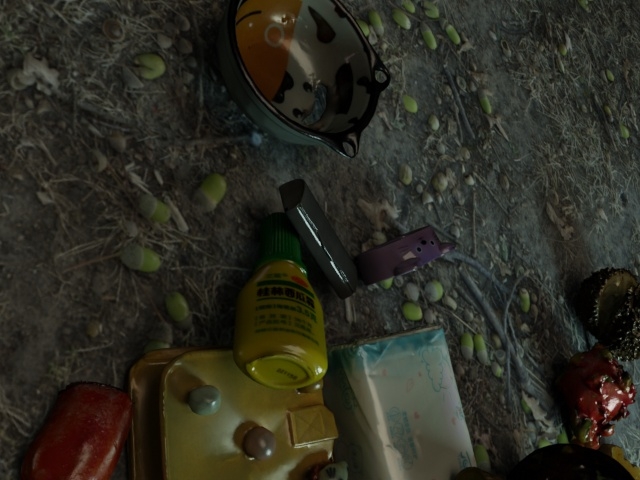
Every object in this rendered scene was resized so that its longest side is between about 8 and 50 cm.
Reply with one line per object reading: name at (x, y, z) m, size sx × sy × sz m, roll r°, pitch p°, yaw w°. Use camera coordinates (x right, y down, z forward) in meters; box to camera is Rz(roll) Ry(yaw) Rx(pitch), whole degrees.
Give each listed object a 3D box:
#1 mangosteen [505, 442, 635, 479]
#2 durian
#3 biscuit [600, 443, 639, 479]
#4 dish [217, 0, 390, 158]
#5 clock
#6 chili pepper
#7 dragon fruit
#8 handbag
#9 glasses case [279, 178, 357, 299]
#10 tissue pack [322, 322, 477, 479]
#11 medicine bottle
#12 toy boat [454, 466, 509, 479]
mangosteen at (0.416, 0.465, 1.183) m, size 0.289 × 0.231 × 0.231 m, roll 57°, pitch 46°, yaw -29°
durian at (0.600, 0.154, 1.485) m, size 0.167 × 0.196 × 0.196 m, roll 16°, pitch 64°, yaw -23°
biscuit at (0.561, 0.509, 1.401) m, size 0.212 × 0.041 × 0.239 m, roll 22°, pitch 61°, yaw -40°
dish at (-0.046, -0.255, 1.111) m, size 0.303 × 0.120 × 0.303 m, roll 15°, pitch 65°, yaw -36°
clock at (0.136, 0.019, 1.173) m, size 0.152 × 0.110 × 0.050 m, roll -23°, pitch 91°, yaw -43°
chili pepper at (-0.266, 0.242, 0.770) m, size 0.084 × 0.086 × 0.192 m, roll 64°, pitch 30°, yaw -42°
dragon fruit at (0.517, 0.299, 1.385) m, size 0.150 × 0.133 × 0.208 m, roll 16°, pitch 92°, yaw 4°
handbag at (-0.075, 0.318, 0.887) m, size 0.283 × 0.133 × 0.401 m, roll 5°, pitch 72°, yaw -44°
glasses case at (-0.001, -0.001, 1.052) m, size 0.072 × 0.042 × 0.190 m, roll -96°, pitch 160°, yaw -49°
tissue pack at (0.112, 0.268, 1.057) m, size 0.201 × 0.124 × 0.271 m, roll -6°, pitch 79°, yaw -37°
medicine bottle at (-0.053, 0.064, 0.945) m, size 0.111 × 0.076 × 0.309 m, roll 16°, pitch 30°, yaw -14°
toy boat at (0.247, 0.370, 1.011) m, size 0.226 × 0.068 × 0.088 m, roll 29°, pitch 64°, yaw -35°
